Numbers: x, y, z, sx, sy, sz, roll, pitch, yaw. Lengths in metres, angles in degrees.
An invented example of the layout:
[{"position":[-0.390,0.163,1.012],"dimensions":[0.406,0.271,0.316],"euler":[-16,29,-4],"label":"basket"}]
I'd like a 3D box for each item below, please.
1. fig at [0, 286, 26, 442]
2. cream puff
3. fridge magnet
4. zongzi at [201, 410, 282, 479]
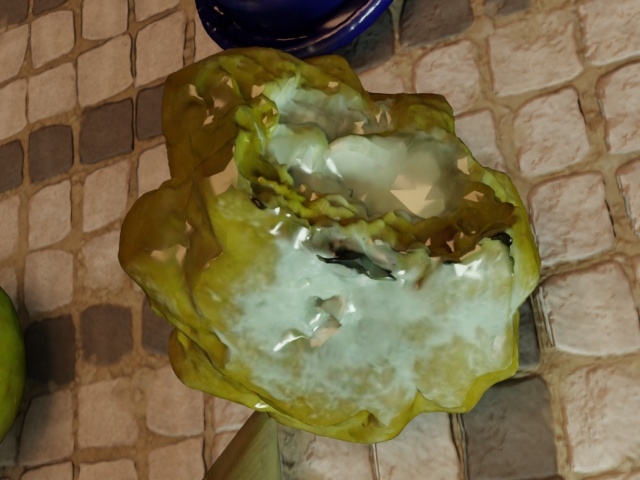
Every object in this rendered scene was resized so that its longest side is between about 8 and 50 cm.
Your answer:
[{"position":[-0.469,0.130,0.929],"dimensions":[0.326,0.258,0.258],"euler":[-3,72,41],"label":"fig"},{"position":[0.005,0.007,0.723],"dimensions":[0.270,0.323,0.274],"euler":[-92,21,-61],"label":"cream puff"},{"position":[-0.024,-0.305,0.904],"dimensions":[0.265,0.113,0.265],"euler":[-10,67,26],"label":"fridge magnet"},{"position":[-0.033,0.324,0.691],"dimensions":[0.289,0.154,0.317],"euler":[31,84,25],"label":"zongzi"}]
